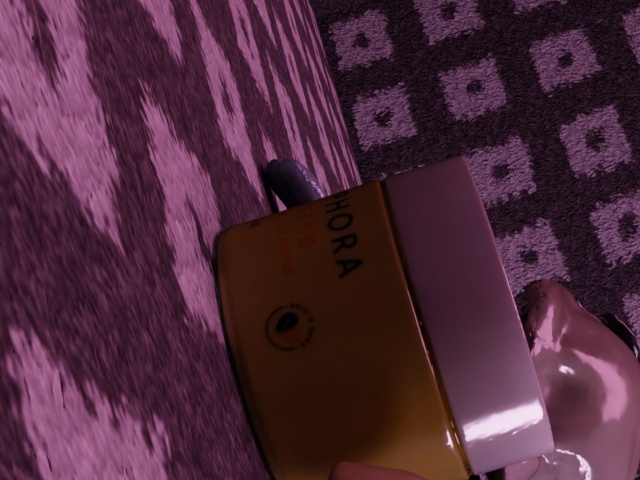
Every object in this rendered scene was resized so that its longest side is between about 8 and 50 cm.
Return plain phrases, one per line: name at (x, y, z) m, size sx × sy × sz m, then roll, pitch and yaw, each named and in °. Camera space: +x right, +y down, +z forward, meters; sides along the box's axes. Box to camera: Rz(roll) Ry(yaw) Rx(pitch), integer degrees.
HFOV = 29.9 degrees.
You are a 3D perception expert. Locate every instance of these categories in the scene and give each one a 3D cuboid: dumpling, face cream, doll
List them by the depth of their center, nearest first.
face cream at (0.045, 0.069, 0.844) m, size 0.218 × 0.179 × 0.218 m, roll -17°, pitch 90°, yaw -85°
dumpling at (0.209, 0.173, 1.028) m, size 0.204 × 0.163 × 0.293 m, roll -104°, pitch -172°, yaw -61°
doll at (-0.003, 0.004, 1.195) m, size 0.180 × 0.075 × 0.120 m, roll 50°, pitch -18°, yaw -18°

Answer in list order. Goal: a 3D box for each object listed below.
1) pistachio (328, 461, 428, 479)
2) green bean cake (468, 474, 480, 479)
pistachio at (0.034, 0.194, 0.657) m, size 0.145 × 0.117 × 0.200 m, roll 59°, pitch 4°, yaw 5°
green bean cake at (0.092, 0.240, 1.076) m, size 0.248 × 0.125 × 0.222 m, roll 65°, pitch 10°, yaw -49°
